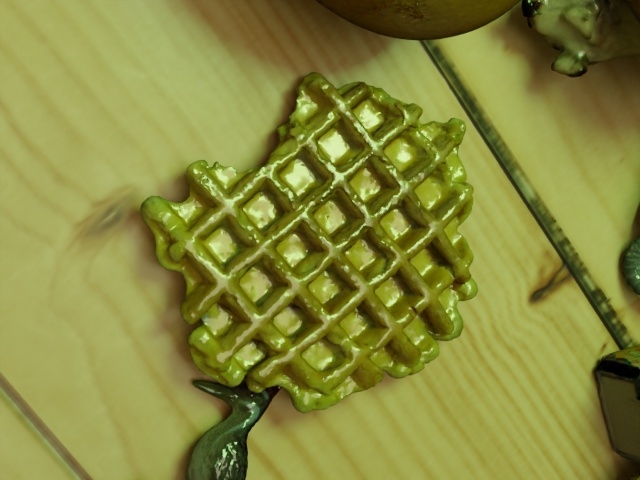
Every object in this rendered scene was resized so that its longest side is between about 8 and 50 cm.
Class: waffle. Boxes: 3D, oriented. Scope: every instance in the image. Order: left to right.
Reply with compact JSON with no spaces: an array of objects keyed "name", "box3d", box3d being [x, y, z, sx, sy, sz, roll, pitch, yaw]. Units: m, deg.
[{"name":"waffle","box3d":[0.009,-0.003,0.876,0.301,0.058,0.281,-18,96,-21]}]

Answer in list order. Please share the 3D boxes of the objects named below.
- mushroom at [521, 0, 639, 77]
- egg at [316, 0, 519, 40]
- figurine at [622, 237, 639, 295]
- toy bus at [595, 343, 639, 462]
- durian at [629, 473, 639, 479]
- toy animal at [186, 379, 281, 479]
[{"name":"mushroom","box3d":[0.349,-0.281,0.939,0.345,0.260,0.345,17,63,-37]},{"name":"egg","box3d":[0.054,-0.323,0.762,0.283,0.282,0.351,-25,108,-18]},{"name":"figurine","box3d":[0.517,0.000,0.983,0.382,0.186,0.261,23,88,-4]},{"name":"toy bus","box3d":[0.390,0.158,0.894,0.138,0.317,0.112,-19,101,-23]},{"name":"durian","box3d":[0.366,0.293,0.987,0.261,0.154,0.186,-11,78,-6]},{"name":"toy animal","box3d":[-0.093,0.196,0.858,0.105,0.070,0.202,39,72,-27]}]
